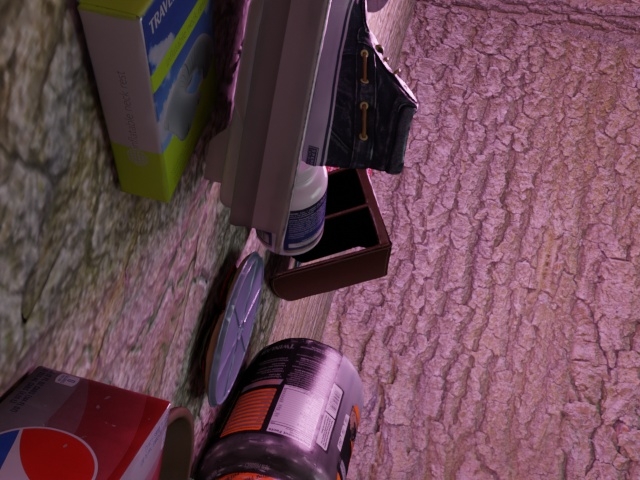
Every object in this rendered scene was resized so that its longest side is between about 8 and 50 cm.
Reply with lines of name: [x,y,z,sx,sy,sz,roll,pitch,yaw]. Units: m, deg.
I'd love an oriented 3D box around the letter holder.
letter holder: [0.000,0.000,1.347,0.302,0.214,0.152,72,1,-78]

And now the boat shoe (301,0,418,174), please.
boat shoe: [0.038,-0.136,0.626,0.065,0.083,0.183,110,-10,-66]

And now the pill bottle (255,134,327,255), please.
pill bottle: [-0.039,-0.061,0.955,0.169,0.094,0.094,95,11,-58]

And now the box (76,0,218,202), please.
box: [-0.102,-0.121,0.473,0.178,0.042,0.109,97,9,-55]

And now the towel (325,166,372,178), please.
towel: [0.050,-0.191,1.425,0.275,0.031,0.199,4,100,-66]

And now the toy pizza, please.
toy pizza: [-0.114,0.109,0.950,0.201,0.032,0.201,15,90,-85]

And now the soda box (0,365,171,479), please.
soda box: [-0.160,0.167,0.353,0.263,0.092,0.083,-62,166,-67]

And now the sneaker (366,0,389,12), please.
sneaker: [0.104,-0.507,1.242,0.091,0.094,0.258,-63,166,-47]

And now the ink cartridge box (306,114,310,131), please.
ink cartridge box: [0.007,-0.276,1.089,0.181,0.056,0.224,-69,172,-53]

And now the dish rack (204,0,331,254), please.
dish rack: [-0.035,-0.165,0.633,0.333,0.072,0.285,-95,-163,-72]

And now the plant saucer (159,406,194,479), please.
plant saucer: [-0.182,0.285,0.693,0.278,0.041,0.278,15,90,-85]

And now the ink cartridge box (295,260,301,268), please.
ink cartridge box: [0.018,-0.098,1.593,0.186,0.065,0.311,-54,159,-73]

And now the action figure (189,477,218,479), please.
action figure: [-0.167,0.384,0.846,0.137,0.063,0.232,-22,-148,47]

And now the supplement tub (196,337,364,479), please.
supplement tub: [-0.057,0.314,1.128,0.338,0.207,0.207,-64,167,-61]
